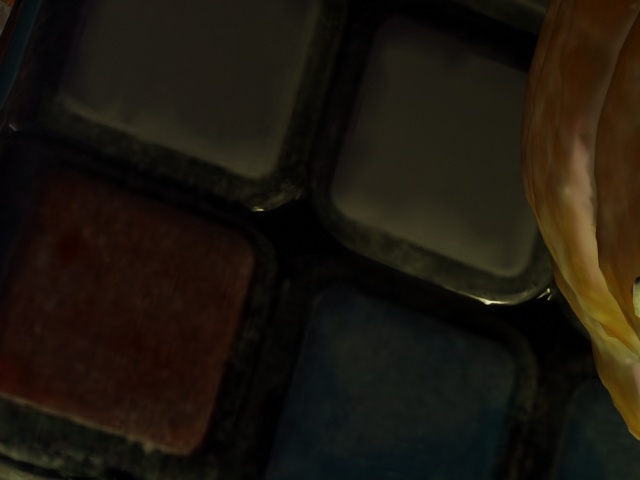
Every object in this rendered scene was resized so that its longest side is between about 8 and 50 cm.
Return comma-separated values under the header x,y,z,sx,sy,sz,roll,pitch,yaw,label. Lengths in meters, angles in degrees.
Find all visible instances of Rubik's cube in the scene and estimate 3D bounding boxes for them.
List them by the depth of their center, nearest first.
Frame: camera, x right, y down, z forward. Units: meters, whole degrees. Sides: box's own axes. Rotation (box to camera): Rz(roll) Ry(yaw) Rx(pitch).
x,y,z,sx,sy,sz,roll,pitch,yaw,label
0.000,0.000,0.821,0.362,0.363,0.359,20,165,-17,Rubik's cube

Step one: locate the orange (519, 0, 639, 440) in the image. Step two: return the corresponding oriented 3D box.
x,y,z,sx,sy,sz,roll,pitch,yaw,label
0.200,-0.011,0.533,0.329,0.249,0.329,57,176,7,orange
